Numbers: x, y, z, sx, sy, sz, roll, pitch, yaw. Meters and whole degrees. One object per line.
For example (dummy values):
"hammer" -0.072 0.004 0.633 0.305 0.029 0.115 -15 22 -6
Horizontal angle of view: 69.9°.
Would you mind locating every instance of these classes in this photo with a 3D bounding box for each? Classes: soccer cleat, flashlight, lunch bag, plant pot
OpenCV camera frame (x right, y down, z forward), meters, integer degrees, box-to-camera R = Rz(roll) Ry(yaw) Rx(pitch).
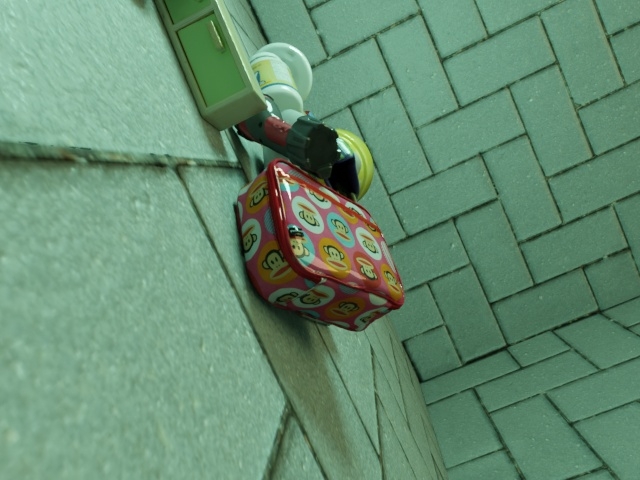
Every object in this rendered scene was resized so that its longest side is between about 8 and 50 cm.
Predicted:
"soccer cleat" 0.029 -0.072 0.924 0.121 0.093 0.289 44 -29 41
"flashlight" -0.073 -0.211 0.854 0.103 0.103 0.304 27 5 -38
"lunch bag" 0.000 0.000 0.763 0.293 0.120 0.258 26 38 -42
"plant pot" 0.010 -0.201 1.352 0.254 0.253 0.239 65 22 -4

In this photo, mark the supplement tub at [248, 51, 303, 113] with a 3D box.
"supplement tub" -0.138 -0.415 1.276 0.144 0.144 0.200 56 12 -54

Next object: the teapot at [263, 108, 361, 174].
"teapot" -0.042 -0.168 1.073 0.256 0.187 0.252 31 5 -47

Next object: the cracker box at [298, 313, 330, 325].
"cracker box" -0.009 0.081 0.926 0.232 0.067 0.156 47 19 -70

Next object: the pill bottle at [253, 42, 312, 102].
"pill bottle" -0.131 -0.560 1.552 0.361 0.204 0.204 -95 160 -67

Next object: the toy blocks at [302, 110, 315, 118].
"toy blocks" -0.054 -0.408 1.833 0.261 0.190 0.381 50 22 -19

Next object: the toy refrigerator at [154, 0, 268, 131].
"toy refrigerator" -0.197 -0.344 0.803 0.094 0.102 0.270 21 46 -79
